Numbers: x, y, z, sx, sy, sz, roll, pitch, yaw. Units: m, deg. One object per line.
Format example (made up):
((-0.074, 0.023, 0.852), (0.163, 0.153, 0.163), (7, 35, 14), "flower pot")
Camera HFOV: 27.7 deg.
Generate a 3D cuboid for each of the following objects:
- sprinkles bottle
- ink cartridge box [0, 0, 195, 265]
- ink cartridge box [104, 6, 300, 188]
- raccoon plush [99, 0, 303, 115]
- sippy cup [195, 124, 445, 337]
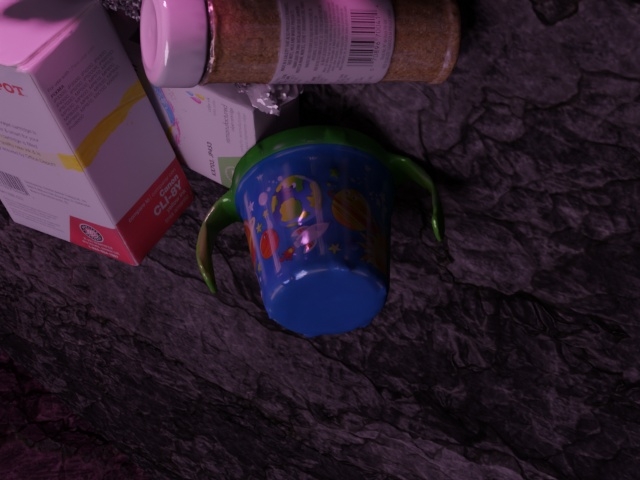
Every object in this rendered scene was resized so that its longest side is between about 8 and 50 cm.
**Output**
((-0.021, -0.235, 1.475), (0.121, 0.356, 0.121), (177, 90, -69), "sprinkles bottle")
((-0.381, -0.175, 1.851), (0.279, 0.160, 0.384), (19, 147, 34), "ink cartridge box")
((-0.207, -0.221, 1.883), (0.354, 0.119, 0.207), (26, 148, 20), "ink cartridge box")
((-0.256, -0.303, 1.611), (0.299, 0.216, 0.446), (-23, 94, 45), "raccoon plush")
((0.000, 0.000, 1.770), (0.240, 0.224, 0.305), (23, 133, -34), "sippy cup")
